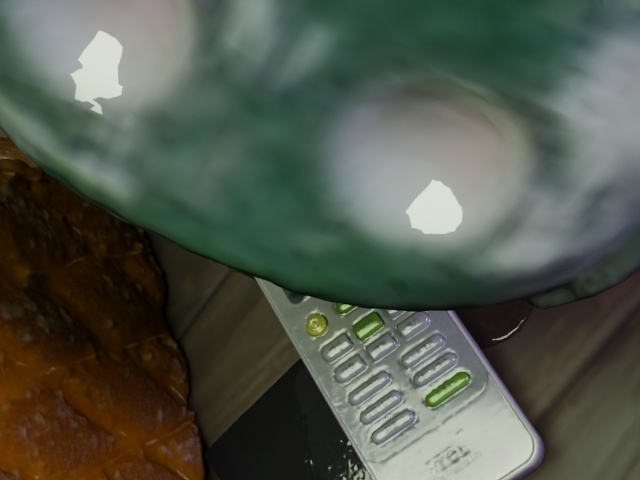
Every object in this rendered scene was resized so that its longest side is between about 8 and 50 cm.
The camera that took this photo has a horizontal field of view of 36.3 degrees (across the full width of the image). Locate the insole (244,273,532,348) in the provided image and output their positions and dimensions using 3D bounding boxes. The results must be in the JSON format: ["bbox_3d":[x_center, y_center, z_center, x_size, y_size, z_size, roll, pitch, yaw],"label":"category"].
[{"bbox_3d":[0.000,0.000,0.701,0.328,0.007,0.111,19,85,31],"label":"insole"}]

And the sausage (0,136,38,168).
[{"bbox_3d":[-0.345,-0.020,0.777,0.271,0.109,0.108,-14,64,-18],"label":"sausage"}]

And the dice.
[{"bbox_3d":[0.039,-0.185,0.477,0.348,0.330,0.327,25,123,-3],"label":"dice"}]

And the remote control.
[{"bbox_3d":[0.038,0.062,0.637,0.103,0.034,0.250,-35,62,8],"label":"remote control"}]

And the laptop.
[{"bbox_3d":[0.020,0.171,0.640,0.135,0.016,0.197,-44,62,9],"label":"laptop"}]

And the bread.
[{"bbox_3d":[-0.238,0.102,0.649,0.207,0.279,0.279,-26,69,17],"label":"bread"}]
